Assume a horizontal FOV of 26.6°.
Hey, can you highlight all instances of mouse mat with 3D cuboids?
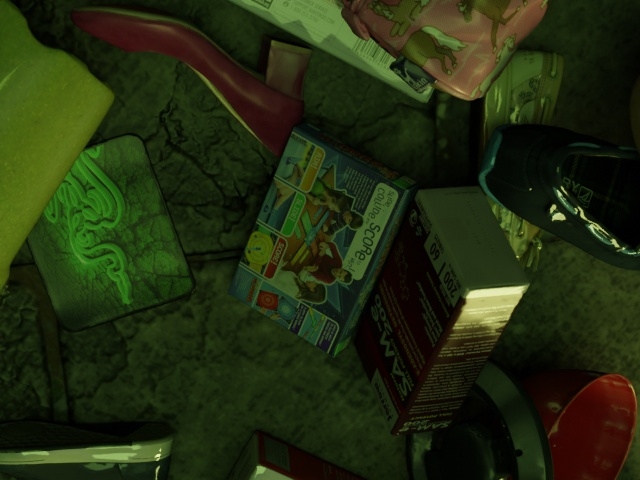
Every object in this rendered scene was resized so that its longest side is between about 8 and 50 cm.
[{"bbox_3d":[-0.229,-0.005,1.413,0.152,0.007,0.190,-18,108,1],"label":"mouse mat"}]

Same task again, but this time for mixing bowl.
[{"bbox_3d":[0.248,0.209,1.461,0.181,0.098,0.181,-24,125,-38],"label":"mixing bowl"}]

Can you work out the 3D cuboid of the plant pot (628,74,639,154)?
[{"bbox_3d":[0.413,-0.135,1.238,0.229,0.263,0.263,-29,110,-19],"label":"plant pot"}]

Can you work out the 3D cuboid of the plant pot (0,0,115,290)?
[{"bbox_3d":[-0.336,-0.099,1.256,0.276,0.276,0.254,41,89,-16],"label":"plant pot"}]

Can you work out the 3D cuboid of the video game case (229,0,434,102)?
[{"bbox_3d":[0.043,-0.303,1.309,0.269,0.061,0.244,26,105,-13],"label":"video game case"}]

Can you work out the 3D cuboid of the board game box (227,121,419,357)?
[{"bbox_3d":[0.000,0.000,1.374,0.136,0.035,0.201,31,115,15],"label":"board game box"}]

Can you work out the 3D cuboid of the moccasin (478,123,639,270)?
[{"bbox_3d":[0.308,-0.025,1.340,0.342,0.117,0.138,9,94,-35],"label":"moccasin"}]

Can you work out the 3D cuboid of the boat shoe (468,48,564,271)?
[{"bbox_3d":[0.199,-0.053,1.383,0.089,0.104,0.285,-1,107,-3],"label":"boat shoe"}]

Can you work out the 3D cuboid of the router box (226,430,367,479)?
[{"bbox_3d":[-0.019,0.425,1.534,0.301,0.082,0.335,27,104,-13],"label":"router box"}]

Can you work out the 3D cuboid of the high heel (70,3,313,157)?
[{"bbox_3d":[-0.132,-0.160,1.335,0.244,0.082,0.117,10,104,-19],"label":"high heel"}]

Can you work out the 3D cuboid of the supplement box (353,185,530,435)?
[{"bbox_3d":[0.113,0.073,1.347,0.073,0.130,0.239,-5,140,-22],"label":"supplement box"}]

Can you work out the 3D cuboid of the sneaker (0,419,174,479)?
[{"bbox_3d":[-0.275,0.281,1.461,0.226,0.086,0.163,3,105,-7],"label":"sneaker"}]

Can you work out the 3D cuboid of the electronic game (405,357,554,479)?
[{"bbox_3d":[0.162,0.232,1.419,0.048,0.229,0.229,-3,111,-33],"label":"electronic game"}]

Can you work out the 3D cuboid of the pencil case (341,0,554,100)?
[{"bbox_3d":[0.174,-0.312,1.185,0.160,0.167,0.386,39,110,13],"label":"pencil case"}]
